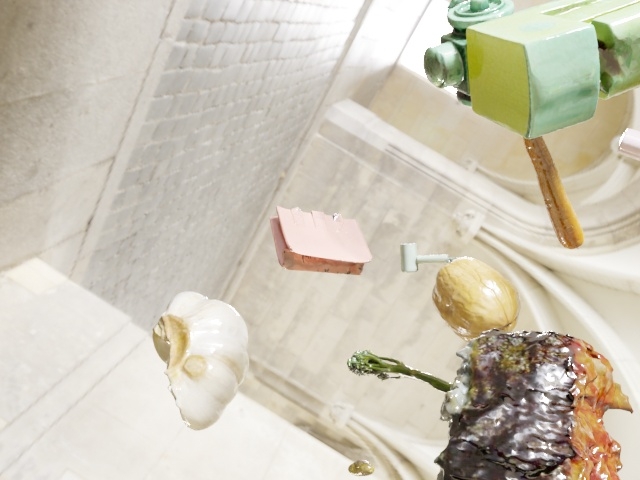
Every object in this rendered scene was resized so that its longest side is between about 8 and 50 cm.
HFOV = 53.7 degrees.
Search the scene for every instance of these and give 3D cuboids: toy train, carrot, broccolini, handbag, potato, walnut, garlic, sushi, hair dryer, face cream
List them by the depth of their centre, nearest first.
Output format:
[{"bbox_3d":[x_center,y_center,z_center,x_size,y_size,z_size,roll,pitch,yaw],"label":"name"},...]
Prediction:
[{"bbox_3d":[0.232,0.249,0.709,0.182,0.196,0.343,-14,-143,36],"label":"sushi"},{"bbox_3d":[0.348,-0.265,0.845,0.253,0.397,0.160,-127,-159,-57],"label":"toy train"},{"bbox_3d":[0.375,-0.089,1.028,0.043,0.248,0.043,-25,-163,8],"label":"carrot"},{"bbox_3d":[0.683,-0.164,1.226,0.084,0.198,0.057,-30,141,-61],"label":"face cream"},{"bbox_3d":[-0.225,0.230,1.278,0.185,0.281,0.203,-26,143,-11],"label":"garlic"},{"bbox_3d":[0.229,0.035,1.344,0.038,0.124,0.063,-9,95,-62],"label":"hair dryer"},{"bbox_3d":[0.000,0.000,1.412,0.059,0.212,0.157,-58,-143,38],"label":"handbag"},{"bbox_3d":[0.364,0.143,1.496,0.193,0.225,0.193,-22,135,-23],"label":"walnut"},{"bbox_3d":[0.237,0.373,1.662,0.079,0.392,0.074,-55,137,-22],"label":"broccolini"},{"bbox_3d":[0.112,0.610,1.698,0.092,0.045,0.046,-31,-162,49],"label":"potato"}]
